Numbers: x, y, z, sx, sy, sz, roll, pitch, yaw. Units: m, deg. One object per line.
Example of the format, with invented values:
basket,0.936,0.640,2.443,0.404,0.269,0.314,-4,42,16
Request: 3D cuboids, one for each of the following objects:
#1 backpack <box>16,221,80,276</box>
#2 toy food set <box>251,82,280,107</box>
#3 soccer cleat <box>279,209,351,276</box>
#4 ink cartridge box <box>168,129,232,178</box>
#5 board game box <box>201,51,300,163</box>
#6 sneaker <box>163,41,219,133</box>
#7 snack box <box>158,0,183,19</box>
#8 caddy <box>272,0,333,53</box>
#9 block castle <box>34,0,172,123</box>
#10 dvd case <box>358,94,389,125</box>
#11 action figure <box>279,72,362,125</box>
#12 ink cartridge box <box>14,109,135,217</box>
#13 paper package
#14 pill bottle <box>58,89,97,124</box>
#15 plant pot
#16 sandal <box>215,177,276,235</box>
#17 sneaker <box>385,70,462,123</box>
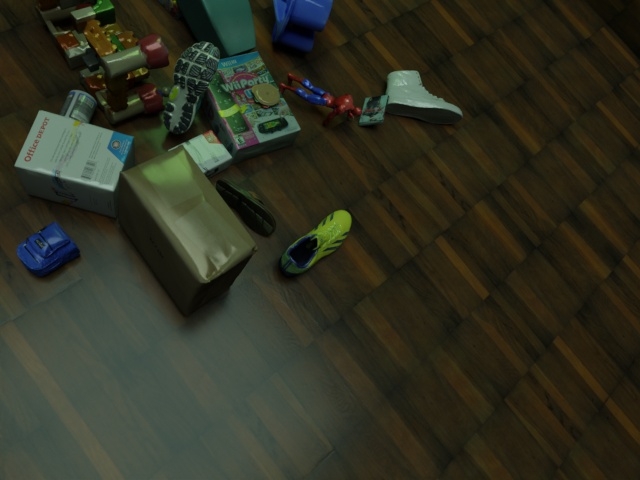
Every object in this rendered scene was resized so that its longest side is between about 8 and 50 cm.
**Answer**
backpack,-0.677,0.020,1.270,0.120,0.101,0.098,-40,79,-24
toy food set,-0.164,-0.440,1.566,0.083,0.020,0.083,-15,75,-25
soccer cleat,0.001,0.001,1.495,0.289,0.121,0.093,-40,85,-28
ink cartridge box,-0.352,-0.236,1.502,0.150,0.063,0.109,-33,83,-26
board game box,-0.233,-0.413,1.597,0.224,0.097,0.303,-23,78,-26
sneaker,-0.372,-0.438,1.481,0.107,0.110,0.275,28,106,-9
snack box,-0.474,-0.854,1.704,0.174,0.070,0.207,-41,88,-27
caddy,-0.074,-0.801,1.727,0.179,0.241,0.341,17,64,-19
block castle,-0.589,-0.580,1.426,0.212,0.303,0.453,-33,83,-28
dvd case,0.183,-0.444,1.766,0.087,0.013,0.120,1,63,29
action figure,0.009,-0.443,1.704,0.280,0.139,0.091,24,64,16
ink cartridge box,-0.621,-0.191,1.333,0.232,0.168,0.171,16,64,-12
paper package,-0.340,-0.014,1.278,0.168,0.309,0.325,-34,83,-31
pill bottle,-0.676,-0.337,1.424,0.078,0.078,0.137,16,65,-12
plant pot,-0.313,-0.691,1.625,0.165,0.165,0.234,-31,107,-29
sandal,-0.209,-0.106,1.501,0.219,0.090,0.060,39,40,7
sneaker,0.370,-0.519,1.838,0.292,0.108,0.169,9,70,-14
